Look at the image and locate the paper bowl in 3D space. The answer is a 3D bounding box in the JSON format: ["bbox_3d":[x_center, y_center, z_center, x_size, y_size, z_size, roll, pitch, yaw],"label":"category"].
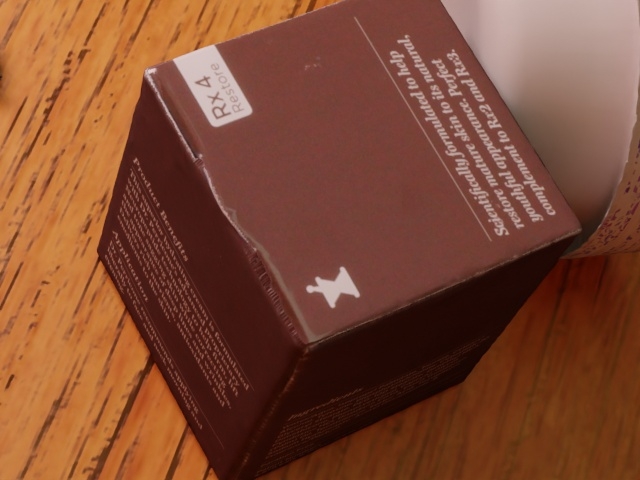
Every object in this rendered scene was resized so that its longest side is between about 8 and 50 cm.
[{"bbox_3d":[0.131,-0.130,1.038,0.148,0.284,0.284,-7,65,-17],"label":"paper bowl"}]

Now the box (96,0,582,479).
[{"bbox_3d":[0.000,0.000,0.983,0.167,0.203,0.168,-22,71,-24],"label":"box"}]

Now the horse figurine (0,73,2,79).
[{"bbox_3d":[-0.307,-0.194,1.083,0.174,0.066,0.263,-17,71,-16],"label":"horse figurine"}]
